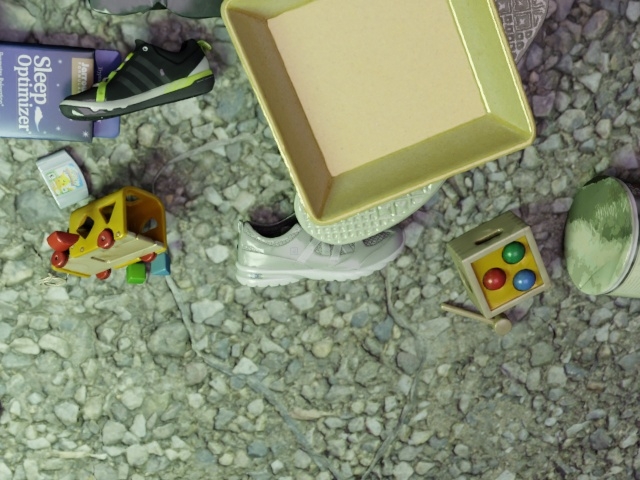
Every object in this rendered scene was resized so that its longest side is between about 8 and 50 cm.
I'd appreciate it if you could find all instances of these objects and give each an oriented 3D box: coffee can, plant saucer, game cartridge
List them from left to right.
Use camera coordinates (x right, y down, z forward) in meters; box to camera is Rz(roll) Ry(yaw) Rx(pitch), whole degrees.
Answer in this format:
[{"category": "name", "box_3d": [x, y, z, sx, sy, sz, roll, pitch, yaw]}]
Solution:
[{"category": "game cartridge", "box_3d": [-0.385, -0.094, 1.293, 0.056, 0.017, 0.083, -25, 115, -6]}, {"category": "plant saucer", "box_3d": [0.081, -0.229, 1.156, 0.333, 0.081, 0.333, -22, 107, 5]}, {"category": "coffee can", "box_3d": [0.585, 0.005, 1.446, 0.275, 0.201, 0.201, 6, 110, -15]}]

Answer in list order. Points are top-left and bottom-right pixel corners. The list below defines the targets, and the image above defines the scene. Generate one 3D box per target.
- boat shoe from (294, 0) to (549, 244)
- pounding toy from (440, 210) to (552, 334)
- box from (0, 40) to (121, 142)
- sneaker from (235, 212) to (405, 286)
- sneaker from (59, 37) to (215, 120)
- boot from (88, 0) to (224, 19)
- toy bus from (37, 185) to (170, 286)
[{"category": "boat shoe", "box_3d": [0.143, -0.202, 1.287, 0.187, 0.156, 0.500, 34, 103, -13]}, {"category": "pounding toy", "box_3d": [0.298, 0.088, 1.475, 0.181, 0.094, 0.206, -27, 114, -1]}, {"category": "box", "box_3d": [-0.403, -0.213, 1.232, 0.225, 0.036, 0.136, 1, 111, -14]}, {"category": "sneaker", "box_3d": [0.000, 0.000, 1.367, 0.281, 0.105, 0.115, -9, 113, -9]}, {"category": "sneaker", "box_3d": [-0.265, -0.235, 1.225, 0.235, 0.084, 0.097, -19, 100, -26]}, {"category": "boot", "box_3d": [-0.126, -0.513, 1.108, 0.367, 0.146, 0.445, 3, 107, -3]}, {"category": "toy bus", "box_3d": [-0.327, -0.011, 1.289, 0.202, 0.191, 0.104, -1, 68, -13]}]
